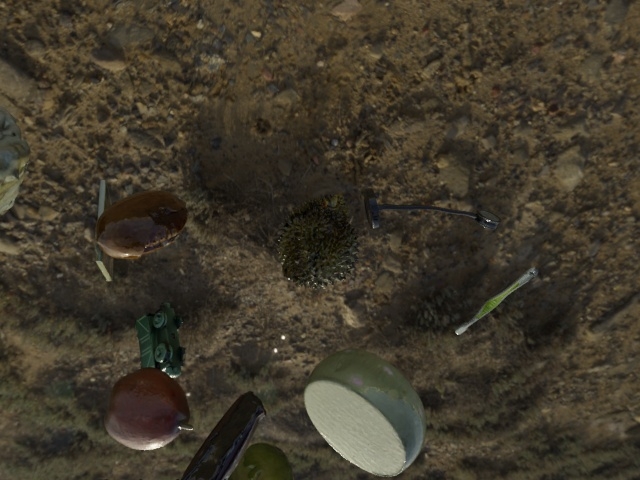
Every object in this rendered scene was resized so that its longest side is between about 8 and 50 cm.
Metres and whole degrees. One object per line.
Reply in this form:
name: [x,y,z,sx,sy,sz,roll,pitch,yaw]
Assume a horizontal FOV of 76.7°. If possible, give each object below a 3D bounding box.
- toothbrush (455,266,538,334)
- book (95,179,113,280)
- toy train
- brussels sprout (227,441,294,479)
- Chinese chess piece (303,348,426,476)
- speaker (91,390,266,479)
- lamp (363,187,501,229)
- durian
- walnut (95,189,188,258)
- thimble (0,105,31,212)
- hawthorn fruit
toothbrush: [0.397,0.146,0.929,0.022,0.026,0.263,40,132,8]
book: [-0.454,-0.014,0.858,0.013,0.168,0.192,1,164,-21]
toy train: [-0.549,0.351,1.397,0.154,0.270,0.115,-32,151,20]
brussels sprout: [-0.225,0.911,1.463,0.275,0.315,0.371,-15,148,-12]
Chinese chess piece: [0.084,0.334,0.796,0.101,0.250,0.251,-36,144,-42]
speaker: [-0.108,0.334,0.423,0.259,0.329,0.198,-58,166,-2]
lamp: [0.289,-0.059,1.099,0.370,0.130,0.109,8,119,-11]
durian: [-0.004,0.002,1.222,0.257,0.258,0.294,1,85,-13]
walnut: [-0.327,-0.035,0.765,0.115,0.207,0.116,11,119,20]
thimble: [-0.656,-0.133,0.656,0.291,0.292,0.195,26,123,-28]
hawthorn fruit: [-0.432,0.448,1.065,0.250,0.200,0.200,10,131,19]
